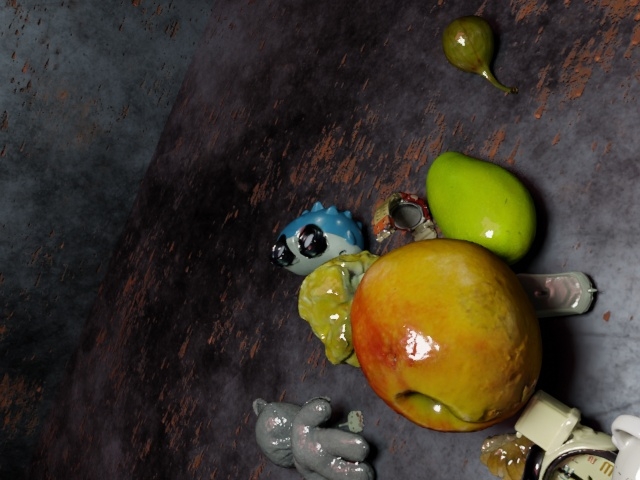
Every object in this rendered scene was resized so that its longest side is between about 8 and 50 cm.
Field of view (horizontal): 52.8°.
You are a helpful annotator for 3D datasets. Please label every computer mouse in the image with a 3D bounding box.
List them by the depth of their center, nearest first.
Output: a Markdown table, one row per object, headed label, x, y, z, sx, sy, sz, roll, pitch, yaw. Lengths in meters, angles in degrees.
| label | x | y | z | sx | sy | sz | roll | pitch | yaw |
| --- | --- | --- | --- | --- | --- | --- | --- | --- | --- |
| computer mouse | 0.446 | 0.104 | 1.247 | 0.182 | 0.056 | 0.089 | -10 | 74 | 38 |

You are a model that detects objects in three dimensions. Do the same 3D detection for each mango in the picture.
| label | x | y | z | sx | sy | sz | roll | pitch | yaw |
| --- | --- | --- | --- | --- | --- | --- | --- | --- | --- |
| mango | 0.330 | -0.082 | 1.368 | 0.192 | 0.156 | 0.343 | -45 | 43 | 17 |

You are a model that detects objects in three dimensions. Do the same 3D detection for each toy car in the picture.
| label | x | y | z | sx | sy | sz | roll | pitch | yaw |
| --- | --- | --- | --- | --- | --- | --- | --- | --- | --- |
| toy car | 0.000 | 0.000 | 1.679 | 0.255 | 0.189 | 0.190 | -24 | 47 | 47 |

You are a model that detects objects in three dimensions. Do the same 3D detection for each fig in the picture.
| label | x | y | z | sx | sy | sz | roll | pitch | yaw |
| --- | --- | --- | --- | --- | --- | --- | --- | --- | --- |
| fig | 0.380 | -0.419 | 1.501 | 0.124 | 0.124 | 0.236 | -43 | 72 | 29 |

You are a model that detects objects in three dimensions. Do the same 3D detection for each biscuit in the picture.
| label | x | y | z | sx | sy | sz | roll | pitch | yaw |
| --- | --- | --- | --- | --- | --- | --- | --- | --- | --- |
| biscuit | 0.380 | 0.397 | 1.208 | 0.183 | 0.061 | 0.118 | -39 | 52 | 31 |

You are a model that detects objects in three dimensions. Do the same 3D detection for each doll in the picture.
| label | x | y | z | sx | sy | sz | roll | pitch | yaw |
| --- | --- | --- | --- | --- | --- | --- | --- | --- | --- |
| doll | -0.006 | 0.487 | 1.561 | 0.341 | 0.158 | 0.245 | -2 | 106 | 32 |

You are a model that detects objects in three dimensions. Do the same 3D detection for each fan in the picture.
| label | x | y | z | sx | sy | sz | roll | pitch | yaw |
| --- | --- | --- | --- | --- | --- | --- | --- | --- | --- |
| fan | 0.074 | 0.444 | 1.566 | 0.083 | 0.004 | 0.055 | -29 | 57 | 38 |

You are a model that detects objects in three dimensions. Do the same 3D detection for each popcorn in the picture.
| label | x | y | z | sx | sy | sz | roll | pitch | yaw |
| --- | --- | --- | --- | --- | --- | --- | --- | --- | --- |
| popcorn | 0.088 | 0.157 | 1.496 | 0.277 | 0.225 | 0.276 | 3 | 98 | 25 |

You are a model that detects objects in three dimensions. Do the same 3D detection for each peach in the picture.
| label | x | y | z | sx | sy | sz | roll | pitch | yaw |
| --- | --- | --- | --- | --- | --- | --- | --- | --- | --- |
| peach | 0.231 | 0.153 | 1.158 | 0.372 | 0.373 | 0.289 | 50 | 157 | 45 |

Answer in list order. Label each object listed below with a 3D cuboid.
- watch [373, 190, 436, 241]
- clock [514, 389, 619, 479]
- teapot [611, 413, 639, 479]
| label | x | y | z | sx | sy | sz | roll | pitch | yaw |
| --- | --- | --- | --- | --- | --- | --- | --- | --- | --- |
| watch | 0.189 | -0.003 | 1.449 | 0.102 | 0.165 | 0.268 | -41 | 13 | 32 |
| clock | 0.376 | 0.474 | 1.110 | 0.276 | 0.120 | 0.379 | 35 | 102 | 24 |
| teapot | 0.519 | 0.355 | 0.931 | 0.208 | 0.300 | 0.166 | -46 | 19 | 0 |
